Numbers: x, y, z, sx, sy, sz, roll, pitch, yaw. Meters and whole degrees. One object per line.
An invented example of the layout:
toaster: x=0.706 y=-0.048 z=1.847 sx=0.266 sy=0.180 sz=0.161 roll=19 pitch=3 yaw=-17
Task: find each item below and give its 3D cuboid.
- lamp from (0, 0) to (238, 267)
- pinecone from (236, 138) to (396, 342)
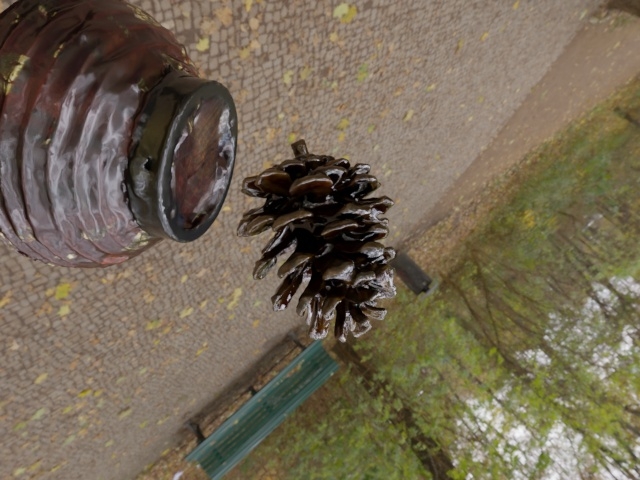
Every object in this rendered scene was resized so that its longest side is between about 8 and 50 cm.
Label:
lamp: x=-0.200 y=-0.090 z=0.402 sx=0.247 sy=0.247 sz=0.247 roll=-37 pitch=159 yaw=-17
pinecone: x=0.000 y=0.000 z=0.681 sx=0.244 sy=0.309 sz=0.244 roll=-12 pitch=161 yaw=-4
